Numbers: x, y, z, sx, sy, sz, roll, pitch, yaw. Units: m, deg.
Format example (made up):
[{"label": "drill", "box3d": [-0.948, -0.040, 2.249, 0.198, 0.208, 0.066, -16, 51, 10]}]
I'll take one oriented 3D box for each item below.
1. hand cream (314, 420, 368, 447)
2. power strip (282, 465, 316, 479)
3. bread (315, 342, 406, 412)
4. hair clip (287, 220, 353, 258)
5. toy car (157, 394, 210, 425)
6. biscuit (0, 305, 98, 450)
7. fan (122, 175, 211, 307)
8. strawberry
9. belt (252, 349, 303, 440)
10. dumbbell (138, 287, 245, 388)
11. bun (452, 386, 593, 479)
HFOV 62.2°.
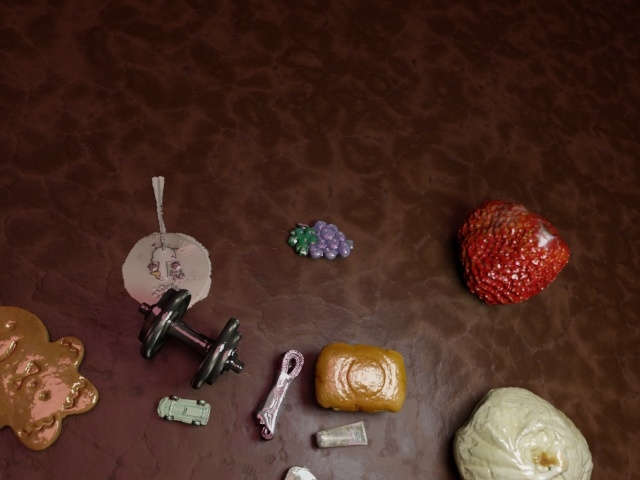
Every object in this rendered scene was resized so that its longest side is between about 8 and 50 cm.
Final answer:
[{"label": "hand cream", "box3d": [0.053, 0.498, 1.356, 0.143, 0.039, 0.061, 2, 58, -25]}, {"label": "power strip", "box3d": [-0.082, 0.644, 1.249, 0.080, 0.029, 0.226, 30, 61, -3]}, {"label": "bread", "box3d": [0.099, 0.360, 1.381, 0.246, 0.121, 0.174, 11, 62, -13]}, {"label": "hair clip", "box3d": [0.000, 0.001, 1.568, 0.196, 0.052, 0.124, 6, 56, -4]}, {"label": "toy car", "box3d": [-0.330, 0.412, 1.283, 0.122, 0.035, 0.059, 10, 63, -2]}, {"label": "biscuit", "box3d": [-0.691, 0.302, 1.223, 0.355, 0.052, 0.275, 46, 62, 7]}, {"label": "fan", "box3d": [-0.430, 0.003, 1.456, 0.233, 0.012, 0.414, -8, 69, -20]}, {"label": "strawberry", "box3d": [0.545, 0.028, 1.533, 0.267, 0.351, 0.312, -34, 84, -18]}, {"label": "belt", "box3d": [-0.110, 0.386, 1.348, 0.071, 0.053, 0.232, 27, 61, -11]}, {"label": "dumbbell", "box3d": [-0.312, 0.237, 1.282, 0.290, 0.192, 0.192, 31, 61, -1]}, {"label": "bun", "box3d": [0.529, 0.548, 1.356, 0.353, 0.227, 0.348, 23, 60, -6]}]
